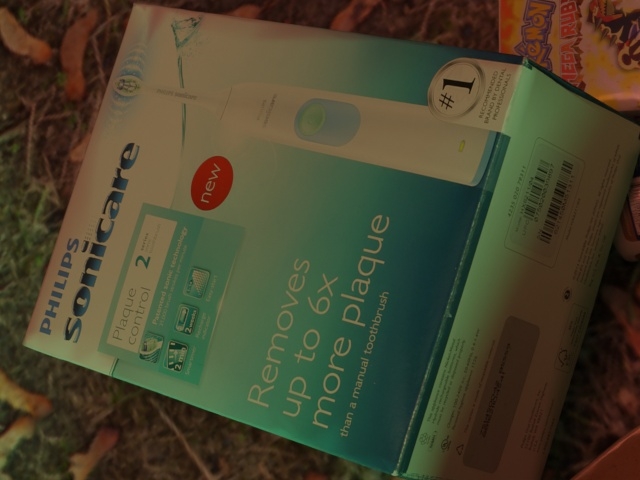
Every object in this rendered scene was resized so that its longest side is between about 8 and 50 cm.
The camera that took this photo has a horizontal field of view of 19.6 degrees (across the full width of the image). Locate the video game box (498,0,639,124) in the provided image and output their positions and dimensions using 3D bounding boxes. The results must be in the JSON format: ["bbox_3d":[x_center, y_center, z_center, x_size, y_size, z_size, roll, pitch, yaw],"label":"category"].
[{"bbox_3d":[0.193,-0.166,1.045,0.187,0.048,0.205,-6,76,26],"label":"video game box"}]

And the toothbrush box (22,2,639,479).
[{"bbox_3d":[0.000,0.000,1.018,0.296,0.126,0.216,15,85,43],"label":"toothbrush box"}]

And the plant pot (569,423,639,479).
[{"bbox_3d":[0.220,0.204,0.849,0.284,0.284,0.191,-37,102,13],"label":"plant pot"}]

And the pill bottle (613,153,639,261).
[{"bbox_3d":[0.215,-0.030,0.990,0.120,0.067,0.067,-11,74,23],"label":"pill bottle"}]
